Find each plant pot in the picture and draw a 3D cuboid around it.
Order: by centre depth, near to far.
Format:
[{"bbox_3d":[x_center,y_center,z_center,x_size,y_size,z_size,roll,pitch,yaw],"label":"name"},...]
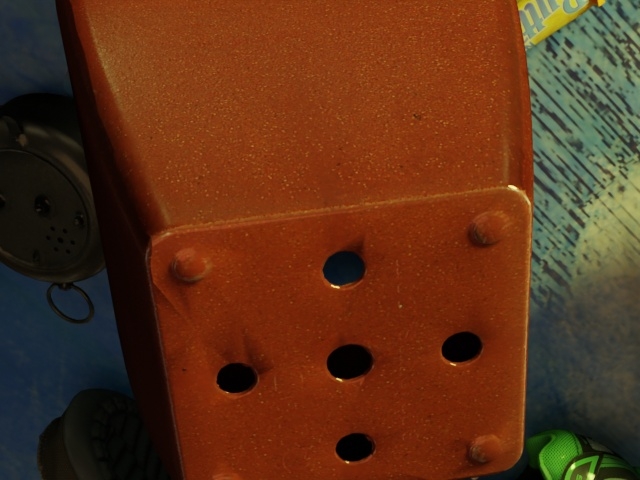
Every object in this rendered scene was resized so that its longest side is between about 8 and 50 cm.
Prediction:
[{"bbox_3d":[0.000,0.000,0.665,0.267,0.236,0.267,-8,123,-5],"label":"plant pot"}]

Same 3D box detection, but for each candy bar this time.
[{"bbox_3d":[0.110,-0.126,0.757,0.161,0.018,0.040,-33,107,22],"label":"candy bar"}]

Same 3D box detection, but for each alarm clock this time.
[{"bbox_3d":[-0.188,-0.016,0.820,0.129,0.064,0.192,8,126,17],"label":"alarm clock"}]

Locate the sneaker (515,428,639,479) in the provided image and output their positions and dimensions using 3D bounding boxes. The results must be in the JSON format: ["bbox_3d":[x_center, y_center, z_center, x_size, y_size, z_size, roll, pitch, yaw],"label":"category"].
[{"bbox_3d":[0.105,0.274,0.885,0.146,0.134,0.343,42,98,-9],"label":"sneaker"}]

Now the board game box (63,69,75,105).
[{"bbox_3d":[-0.096,-0.077,0.801,0.133,0.033,0.168,-6,118,25],"label":"board game box"}]

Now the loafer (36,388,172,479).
[{"bbox_3d":[-0.148,0.286,0.930,0.130,0.134,0.366,-13,113,14],"label":"loafer"}]

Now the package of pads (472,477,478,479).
[{"bbox_3d":[0.113,0.135,0.875,0.050,0.032,0.083,21,117,-2],"label":"package of pads"}]
